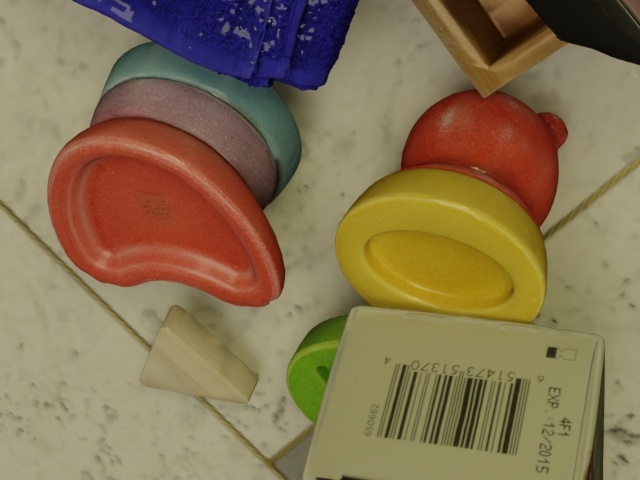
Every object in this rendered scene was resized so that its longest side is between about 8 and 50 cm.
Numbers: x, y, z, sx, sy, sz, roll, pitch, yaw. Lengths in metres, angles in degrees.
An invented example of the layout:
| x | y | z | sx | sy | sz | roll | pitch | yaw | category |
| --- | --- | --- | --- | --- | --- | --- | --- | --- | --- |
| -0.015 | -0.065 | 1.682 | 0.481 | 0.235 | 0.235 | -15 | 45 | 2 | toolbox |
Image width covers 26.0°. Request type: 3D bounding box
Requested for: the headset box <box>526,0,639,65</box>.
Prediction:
| x | y | z | sx | sy | sz | roll | pitch | yaw | category |
| --- | --- | --- | --- | --- | --- | --- | --- | --- | --- |
| 0.137 | -0.233 | 0.579 | 0.218 | 0.110 | 0.293 | 43 | 88 | -23 | headset box |

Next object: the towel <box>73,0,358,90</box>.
| x | y | z | sx | sy | sz | roll | pitch | yaw | category |
| --- | --- | --- | --- | --- | --- | --- | --- | --- | --- |
| -0.053 | -0.245 | 0.694 | 0.227 | 0.076 | 0.308 | 25 | 118 | 4 | towel |

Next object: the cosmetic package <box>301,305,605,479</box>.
| x | y | z | sx | sy | sz | roll | pitch | yaw | category |
| --- | --- | --- | --- | --- | --- | --- | --- | --- | --- |
| 0.091 | 0.187 | 0.836 | 0.153 | 0.129 | 0.296 | 5 | 138 | 17 | cosmetic package |

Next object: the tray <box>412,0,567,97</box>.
| x | y | z | sx | sy | sz | roll | pitch | yaw | category |
| --- | --- | --- | --- | --- | --- | --- | --- | --- | --- |
| 0.053 | -0.301 | 0.721 | 0.202 | 0.076 | 0.411 | -33 | 100 | 27 | tray |

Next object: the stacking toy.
| x | y | z | sx | sy | sz | roll | pitch | yaw | category |
| --- | --- | --- | --- | --- | --- | --- | --- | --- | --- |
| 0.000 | 0.000 | 0.883 | 0.308 | 0.130 | 0.280 | 14 | 143 | 14 | stacking toy |
